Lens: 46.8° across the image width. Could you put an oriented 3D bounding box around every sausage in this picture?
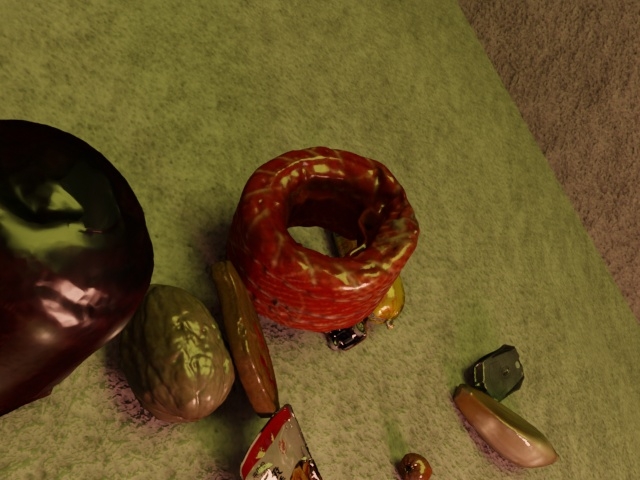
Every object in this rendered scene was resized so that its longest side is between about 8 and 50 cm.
[{"bbox_3d":[0.108,0.041,1.714,0.123,0.123,0.347,12,53,-46],"label":"sausage"}]

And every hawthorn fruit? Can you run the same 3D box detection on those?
[{"bbox_3d":[0.204,0.475,1.528,0.103,0.066,0.067,30,40,-52],"label":"hawthorn fruit"}]

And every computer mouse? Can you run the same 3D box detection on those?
[{"bbox_3d":[0.454,0.350,1.935,0.231,0.071,0.126,-21,93,-45],"label":"computer mouse"}]

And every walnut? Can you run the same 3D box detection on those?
[{"bbox_3d":[-0.226,0.172,1.147,0.178,0.178,0.230,-1,63,-52],"label":"walnut"}]

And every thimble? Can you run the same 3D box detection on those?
[{"bbox_3d":[0.000,0.000,1.415,0.350,0.230,0.350,7,55,-10],"label":"thimble"}]

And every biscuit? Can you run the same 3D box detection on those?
[{"bbox_3d":[-0.119,0.172,1.257,0.273,0.049,0.257,80,-8,-60],"label":"biscuit"}]

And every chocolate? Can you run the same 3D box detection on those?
[{"bbox_3d":[-0.399,0.019,0.928,0.383,0.331,0.384,29,44,-33],"label":"chocolate"}]

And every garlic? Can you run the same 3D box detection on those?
[{"bbox_3d":[0.449,0.461,1.796,0.318,0.112,0.143,44,12,-7],"label":"garlic"}]

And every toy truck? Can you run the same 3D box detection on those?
[{"bbox_3d":[0.016,0.139,1.554,0.192,0.083,0.092,44,30,-16],"label":"toy truck"}]

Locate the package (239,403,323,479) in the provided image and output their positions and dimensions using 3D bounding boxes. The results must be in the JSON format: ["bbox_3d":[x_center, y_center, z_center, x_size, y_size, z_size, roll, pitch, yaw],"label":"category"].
[{"bbox_3d":[-0.056,0.405,1.214,0.154,0.030,0.239,-48,124,-47],"label":"package"}]
